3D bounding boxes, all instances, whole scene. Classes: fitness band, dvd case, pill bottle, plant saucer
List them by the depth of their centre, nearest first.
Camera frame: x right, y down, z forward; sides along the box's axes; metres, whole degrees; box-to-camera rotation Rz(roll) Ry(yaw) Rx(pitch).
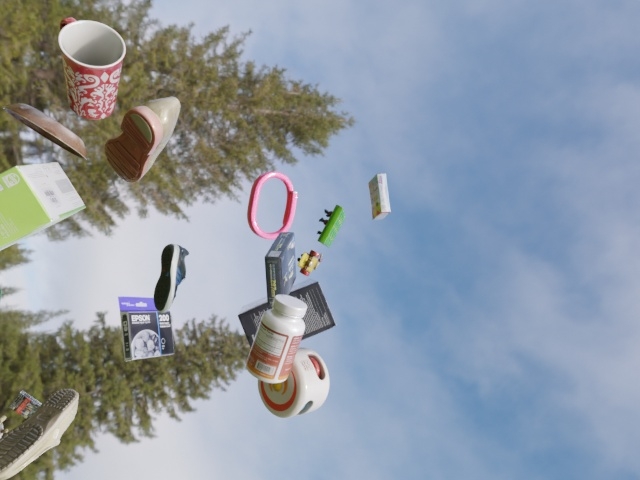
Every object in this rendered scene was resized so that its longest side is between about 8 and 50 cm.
[{"bbox_3d":[-0.628,-0.259,1.127,0.199,0.199,0.036,18,-105,50],"label":"plant saucer"},{"bbox_3d":[-0.113,0.261,1.307,0.121,0.121,0.216,29,-77,46],"label":"pill bottle"},{"bbox_3d":[-0.824,0.488,1.392,0.119,0.013,0.087,41,-63,-10],"label":"dvd case"},{"bbox_3d":[-0.206,-0.149,2.073,0.054,0.209,0.290,13,-86,54],"label":"fitness band"}]

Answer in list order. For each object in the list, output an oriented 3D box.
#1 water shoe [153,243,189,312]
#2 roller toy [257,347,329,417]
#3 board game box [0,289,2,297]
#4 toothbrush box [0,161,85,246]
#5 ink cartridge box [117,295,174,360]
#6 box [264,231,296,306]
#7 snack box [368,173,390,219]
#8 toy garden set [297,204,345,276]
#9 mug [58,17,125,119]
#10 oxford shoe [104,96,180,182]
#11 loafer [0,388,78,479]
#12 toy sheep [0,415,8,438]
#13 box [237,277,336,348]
[{"bbox_3d":[-0.424,0.112,1.414,0.073,0.080,0.203,0,-103,32],"label":"water shoe"},{"bbox_3d":[-0.084,0.413,1.426,0.191,0.146,0.209,5,-92,39],"label":"roller toy"},{"bbox_3d":[-1.174,0.359,1.708,0.213,0.046,0.317,-58,-140,32],"label":"board game box"},{"bbox_3d":[-0.657,-0.041,0.970,0.122,0.283,0.206,65,-4,-14],"label":"toothbrush box"},{"bbox_3d":[-0.574,0.285,1.612,0.045,0.206,0.208,-16,-102,19],"label":"ink cartridge box"},{"bbox_3d":[-0.133,0.095,1.663,0.059,0.232,0.183,3,-68,8],"label":"box"},{"bbox_3d":[0.205,-0.151,1.699,0.100,0.037,0.141,137,-51,-72],"label":"snack box"},{"bbox_3d":[0.000,0.000,1.372,0.049,0.244,0.203,28,-91,5],"label":"toy garden set"},{"bbox_3d":[-0.454,-0.344,0.968,0.169,0.113,0.150,132,-49,-55],"label":"mug"},{"bbox_3d":[-0.509,-0.283,1.413,0.397,0.146,0.140,-20,-68,50],"label":"oxford shoe"},{"bbox_3d":[-0.714,0.499,1.230,0.102,0.268,0.092,10,-59,19],"label":"loafer"},{"bbox_3d":[-0.895,0.519,1.298,0.091,0.132,0.091,6,-69,17],"label":"toy sheep"},{"bbox_3d":[-0.133,0.287,1.860,0.343,0.313,0.178,157,-90,-83],"label":"box"}]
